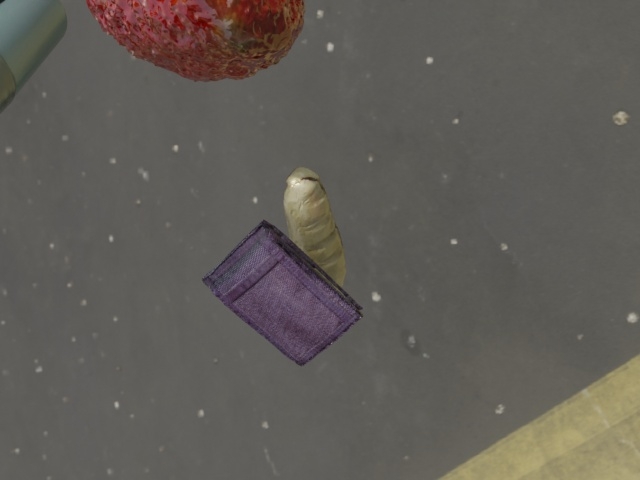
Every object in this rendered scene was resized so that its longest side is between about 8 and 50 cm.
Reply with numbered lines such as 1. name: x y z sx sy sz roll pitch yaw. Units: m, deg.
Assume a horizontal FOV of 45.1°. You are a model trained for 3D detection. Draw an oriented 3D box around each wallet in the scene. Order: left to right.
1. wallet: -0.044 0.067 0.901 0.166 0.030 0.111 42 106 -12

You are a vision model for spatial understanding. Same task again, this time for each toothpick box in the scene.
1. toothpick box: -0.179 -0.104 0.417 0.052 0.052 0.083 -37 25 43

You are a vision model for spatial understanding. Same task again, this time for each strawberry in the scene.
1. strawberry: -0.130 -0.282 0.834 0.277 0.257 0.257 55 132 48

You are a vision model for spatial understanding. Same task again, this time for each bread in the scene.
1. bread: -0.001 -0.001 0.975 0.053 0.073 0.214 12 137 27
